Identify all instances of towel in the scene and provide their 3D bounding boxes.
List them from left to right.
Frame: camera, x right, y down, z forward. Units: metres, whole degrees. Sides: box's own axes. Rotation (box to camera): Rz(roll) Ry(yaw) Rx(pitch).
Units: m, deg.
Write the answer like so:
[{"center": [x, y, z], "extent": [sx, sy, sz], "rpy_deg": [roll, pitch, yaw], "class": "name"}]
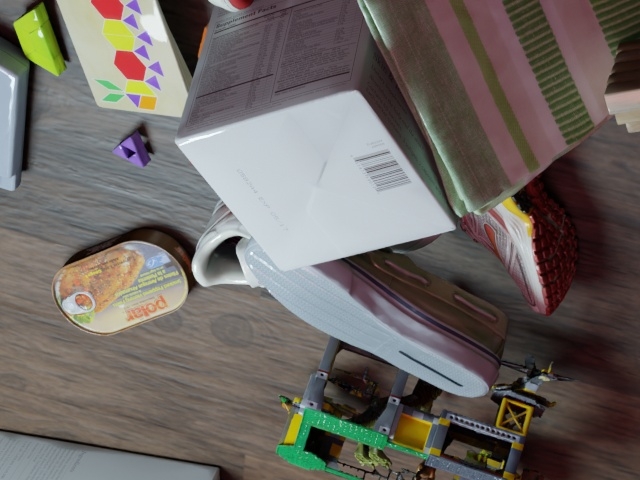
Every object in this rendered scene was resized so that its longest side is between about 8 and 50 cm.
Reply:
[{"center": [0.208, -0.202, 1.644], "extent": [0.038, 0.325, 0.248], "rpy_deg": [24, 145, 60], "class": "towel"}]

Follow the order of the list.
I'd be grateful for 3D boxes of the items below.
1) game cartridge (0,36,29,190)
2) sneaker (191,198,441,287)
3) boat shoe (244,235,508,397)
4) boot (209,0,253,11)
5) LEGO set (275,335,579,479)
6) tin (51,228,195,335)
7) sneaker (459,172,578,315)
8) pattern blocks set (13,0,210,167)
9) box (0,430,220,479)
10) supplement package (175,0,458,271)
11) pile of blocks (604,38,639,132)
[{"center": [-0.473, -0.182, 2.042], "extent": [0.297, 0.062, 0.198], "rpy_deg": [18, 123, 8], "class": "game cartridge"}, {"center": [0.000, 0.000, 1.918], "extent": [0.305, 0.152, 0.114], "rpy_deg": [-10, 118, 31], "class": "sneaker"}, {"center": [0.060, 0.056, 1.853], "extent": [0.302, 0.094, 0.109], "rpy_deg": [32, 151, -17], "class": "boat shoe"}, {"center": [-0.020, -0.329, 1.658], "extent": [0.176, 0.088, 0.244], "rpy_deg": [8, 91, 24], "class": "boot"}, {"center": [0.116, 0.174, 2.025], "extent": [0.331, 0.192, 0.255], "rpy_deg": [16, 155, 11], "class": "LEGO set"}, {"center": [-0.232, 0.050, 2.122], "extent": [0.189, 0.040, 0.106], "rpy_deg": [-20, 110, 30], "class": "tin"}, {"center": [0.202, -0.020, 1.894], "extent": [0.092, 0.088, 0.225], "rpy_deg": [-5, 119, 41], "class": "sneaker"}, {"center": [-0.204, -0.204, 1.908], "extent": [0.285, 0.026, 0.325], "rpy_deg": [16, 138, 24], "class": "pattern blocks set"}, {"center": [-0.307, 0.395, 2.304], "extent": [0.345, 0.168, 0.215], "rpy_deg": [7, 125, 15], "class": "box"}, {"center": [0.017, -0.148, 1.722], "extent": [0.198, 0.263, 0.199], "rpy_deg": [-14, 134, 28], "class": "supplement package"}, {"center": [0.434, -0.154, 1.610], "extent": [0.362, 0.149, 0.113], "rpy_deg": [-21, 117, 3], "class": "pile of blocks"}]
